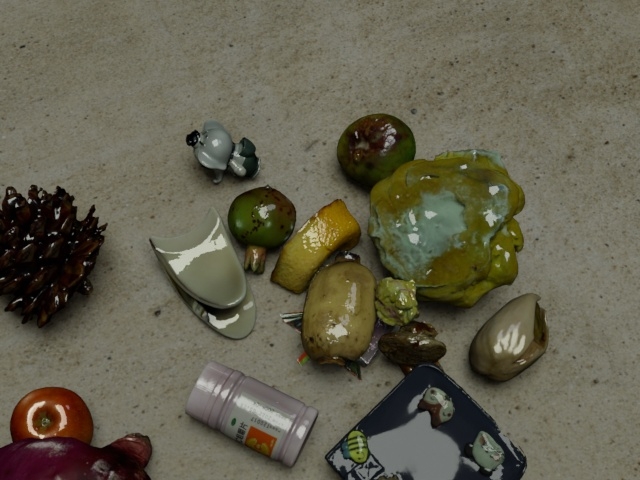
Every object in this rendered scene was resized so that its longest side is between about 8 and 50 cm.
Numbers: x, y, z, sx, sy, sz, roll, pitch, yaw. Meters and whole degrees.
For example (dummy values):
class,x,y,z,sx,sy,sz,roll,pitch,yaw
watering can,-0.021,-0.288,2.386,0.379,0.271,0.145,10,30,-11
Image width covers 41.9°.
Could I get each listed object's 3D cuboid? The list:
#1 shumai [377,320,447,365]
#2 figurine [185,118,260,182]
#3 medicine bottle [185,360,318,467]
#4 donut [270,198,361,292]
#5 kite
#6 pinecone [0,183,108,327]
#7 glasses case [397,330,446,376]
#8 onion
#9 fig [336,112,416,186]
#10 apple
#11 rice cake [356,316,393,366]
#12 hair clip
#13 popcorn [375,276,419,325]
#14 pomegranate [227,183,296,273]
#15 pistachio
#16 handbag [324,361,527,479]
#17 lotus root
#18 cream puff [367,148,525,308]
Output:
class,x,y,z,sx,sy,sz,roll,pitch,yaw
shumai,0.190,0.212,1.784,0.139,0.123,0.105,-19,54,8
figurine,-0.237,-0.210,2.011,0.192,0.126,0.147,26,45,-27
medicine bottle,-0.140,0.354,1.720,0.249,0.133,0.133,26,63,7
donut,-0.003,0.001,1.910,0.259,0.152,0.101,-40,73,-22
kite,0.020,0.219,1.875,0.241,0.014,0.183,42,67,15
pinecone,-0.608,0.013,1.795,0.295,0.242,0.298,30,69,8
glasses case,0.231,0.293,1.834,0.075,0.049,0.218,-22,66,-17
onion,-0.423,0.482,1.525,0.398,0.398,0.420,26,41,8
fig,0.145,-0.223,2.040,0.191,0.181,0.181,-15,62,-38
apple,-0.537,0.370,1.670,0.163,0.139,0.163,3,60,-6
rice cake,0.137,0.195,1.883,0.047,0.036,0.207,37,62,-1
hair clip,-0.240,0.084,1.876,0.172,0.113,0.282,-28,63,-19
popcorn,0.163,0.130,1.783,0.109,0.097,0.089,40,37,18
pomegranate,-0.135,-0.027,1.926,0.159,0.159,0.205,11,88,0
pistachio,0.422,0.214,1.848,0.238,0.138,0.153,-40,38,-23
handbag,0.209,0.450,1.683,0.329,0.122,0.303,-42,72,-10
lotus root,0.043,0.147,1.828,0.160,0.146,0.284,14,59,-7
cream puff,0.308,-0.027,1.909,0.378,0.275,0.378,-2,84,21
